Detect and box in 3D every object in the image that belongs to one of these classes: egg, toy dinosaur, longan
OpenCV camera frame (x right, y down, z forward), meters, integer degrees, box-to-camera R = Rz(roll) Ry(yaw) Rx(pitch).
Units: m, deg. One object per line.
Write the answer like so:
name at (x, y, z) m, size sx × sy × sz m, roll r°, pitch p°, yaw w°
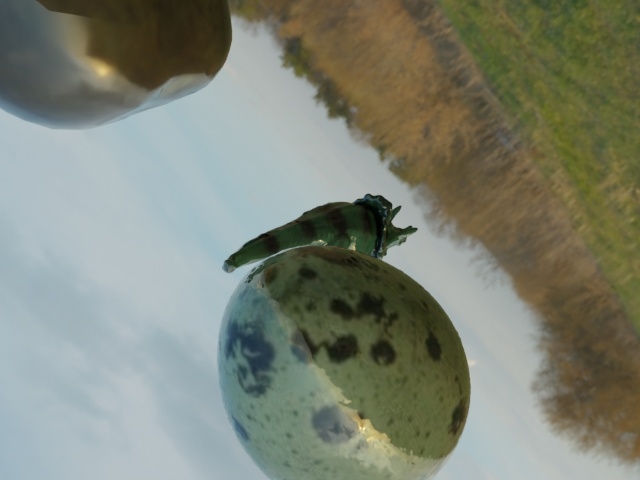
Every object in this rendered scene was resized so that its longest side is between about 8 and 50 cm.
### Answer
egg at (0.012, 0.093, 0.640) m, size 0.228 × 0.177 × 0.177 m, roll 55°, pitch -179°, yaw -43°
toy dinosaur at (-0.007, 0.011, 0.964) m, size 0.292 × 0.120 × 0.079 m, roll -14°, pitch -120°, yaw -37°
longan at (-0.316, -0.319, 1.196) m, size 0.404 × 0.336 × 0.404 m, roll 24°, pitch -144°, yaw -19°
